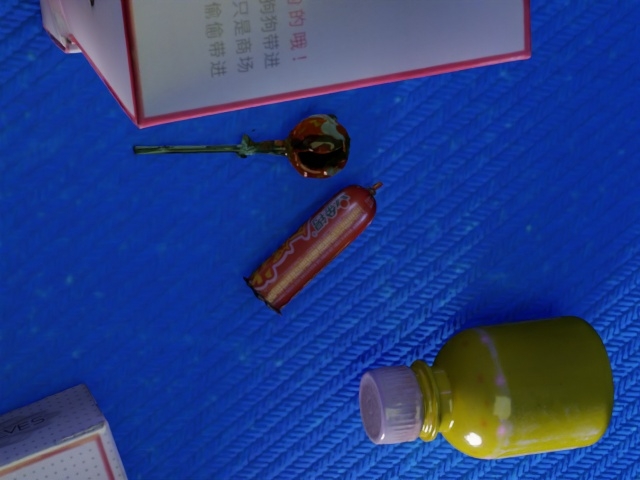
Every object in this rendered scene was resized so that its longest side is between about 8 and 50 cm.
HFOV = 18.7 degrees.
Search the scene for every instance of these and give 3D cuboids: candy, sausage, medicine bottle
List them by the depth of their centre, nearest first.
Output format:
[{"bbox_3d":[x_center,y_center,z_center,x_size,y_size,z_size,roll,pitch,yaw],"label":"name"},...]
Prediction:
[{"bbox_3d":[-0.065,-0.077,1.628,0.184,0.049,0.055,-2,105,-11],"label":"candy"},{"bbox_3d":[0.000,0.000,1.674,0.145,0.050,0.048,-43,78,1],"label":"sausage"},{"bbox_3d":[0.144,0.137,1.741,0.212,0.122,0.122,-5,113,-18],"label":"medicine bottle"}]

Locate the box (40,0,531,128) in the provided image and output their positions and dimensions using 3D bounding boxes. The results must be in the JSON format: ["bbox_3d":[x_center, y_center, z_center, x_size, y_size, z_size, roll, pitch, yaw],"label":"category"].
[{"bbox_3d":[-0.043,-0.284,1.396,0.312,0.300,0.314,-11,115,-15],"label":"box"}]

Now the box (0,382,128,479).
[{"bbox_3d":[-0.245,0.312,1.686,0.210,0.095,0.330,-20,114,-12],"label":"box"}]
